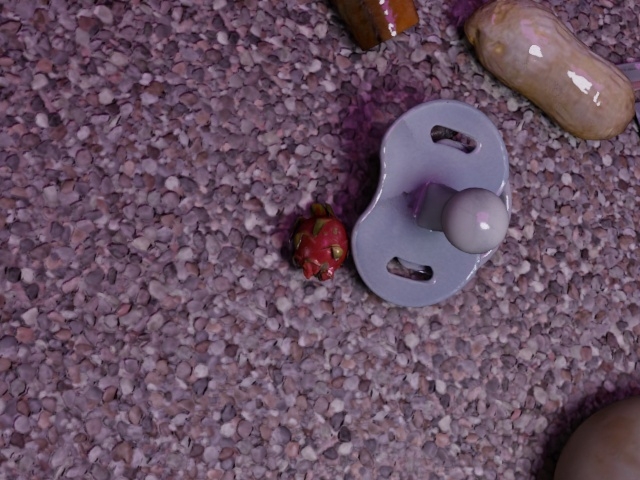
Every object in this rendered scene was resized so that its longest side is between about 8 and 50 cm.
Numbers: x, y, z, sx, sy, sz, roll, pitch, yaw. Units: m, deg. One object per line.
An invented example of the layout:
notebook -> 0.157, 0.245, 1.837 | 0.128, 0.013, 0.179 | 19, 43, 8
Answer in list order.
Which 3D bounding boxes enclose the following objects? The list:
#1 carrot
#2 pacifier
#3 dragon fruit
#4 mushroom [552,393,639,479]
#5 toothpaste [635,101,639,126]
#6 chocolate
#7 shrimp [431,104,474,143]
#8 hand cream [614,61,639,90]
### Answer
carrot -> 0.036, -0.432, 1.279 | 0.139, 0.139, 0.301 | -36, 100, -20
pacifier -> 0.184, -0.037, 1.187 | 0.244, 0.233, 0.299 | 15, 97, -19
dragon fruit -> 0.002, -0.001, 1.221 | 0.086, 0.081, 0.116 | 23, 45, -8
mushroom -> 0.504, 0.400, 1.240 | 0.363, 0.294, 0.362 | 1, 56, -1
toothpaste -> 0.614, -0.060, 1.432 | 0.125, 0.080, 0.371 | -7, 78, -18
chocolate -> 0.361, -0.269, 1.354 | 0.309, 0.134, 0.134 | 32, 73, -11
shrimp -> 0.170, -0.166, 1.313 | 0.165, 0.065, 0.056 | -23, 121, -25
hand cream -> 0.519, -0.271, 1.457 | 0.216, 0.038, 0.052 | -9, 60, -13
